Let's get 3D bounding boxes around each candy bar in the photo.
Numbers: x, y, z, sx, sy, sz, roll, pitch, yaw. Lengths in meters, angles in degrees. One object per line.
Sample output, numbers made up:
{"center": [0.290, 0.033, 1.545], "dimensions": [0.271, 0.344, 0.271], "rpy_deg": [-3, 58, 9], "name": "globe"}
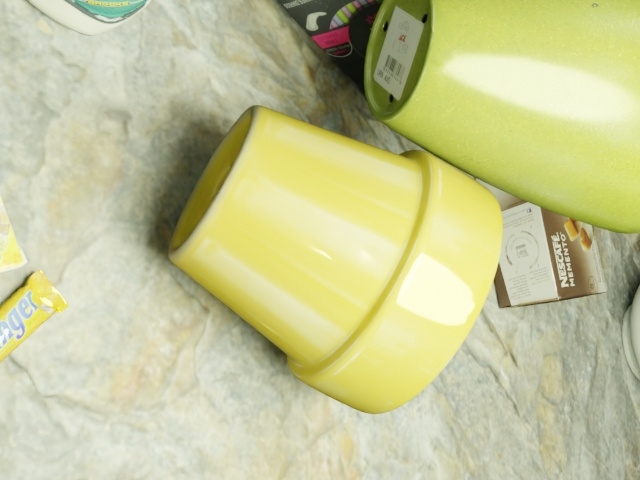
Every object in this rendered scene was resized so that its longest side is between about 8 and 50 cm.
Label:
{"center": [-0.265, 0.088, 0.649], "dimensions": [0.040, 0.018, 0.161], "rpy_deg": [54, 48, -18], "name": "candy bar"}

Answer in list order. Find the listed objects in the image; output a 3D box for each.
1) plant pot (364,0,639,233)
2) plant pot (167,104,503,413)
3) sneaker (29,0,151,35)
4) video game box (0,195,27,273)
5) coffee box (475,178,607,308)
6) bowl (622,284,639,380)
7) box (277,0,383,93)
{"center": [0.203, -0.158, 0.810], "dimensions": [0.293, 0.275, 0.274], "rpy_deg": [6, 73, -23], "name": "plant pot"}
{"center": [0.000, 0.000, 0.782], "dimensions": [0.239, 0.254, 0.254], "rpy_deg": [30, 58, -16], "name": "plant pot"}
{"center": [-0.257, -0.278, 0.695], "dimensions": [0.275, 0.110, 0.107], "rpy_deg": [21, 65, -37], "name": "sneaker"}
{"center": [-0.340, -0.038, 0.593], "dimensions": [0.205, 0.048, 0.187], "rpy_deg": [-21, 91, -44], "name": "video game box"}
{"center": [0.305, -0.035, 1.164], "dimensions": [0.141, 0.098, 0.246], "rpy_deg": [-1, 79, -43], "name": "coffee box"}
{"center": [0.589, 0.160, 1.355], "dimensions": [0.298, 0.134, 0.298], "rpy_deg": [13, 71, -40], "name": "bowl"}
{"center": [0.103, -0.269, 0.968], "dimensions": [0.270, 0.165, 0.143], "rpy_deg": [37, 54, -41], "name": "box"}
